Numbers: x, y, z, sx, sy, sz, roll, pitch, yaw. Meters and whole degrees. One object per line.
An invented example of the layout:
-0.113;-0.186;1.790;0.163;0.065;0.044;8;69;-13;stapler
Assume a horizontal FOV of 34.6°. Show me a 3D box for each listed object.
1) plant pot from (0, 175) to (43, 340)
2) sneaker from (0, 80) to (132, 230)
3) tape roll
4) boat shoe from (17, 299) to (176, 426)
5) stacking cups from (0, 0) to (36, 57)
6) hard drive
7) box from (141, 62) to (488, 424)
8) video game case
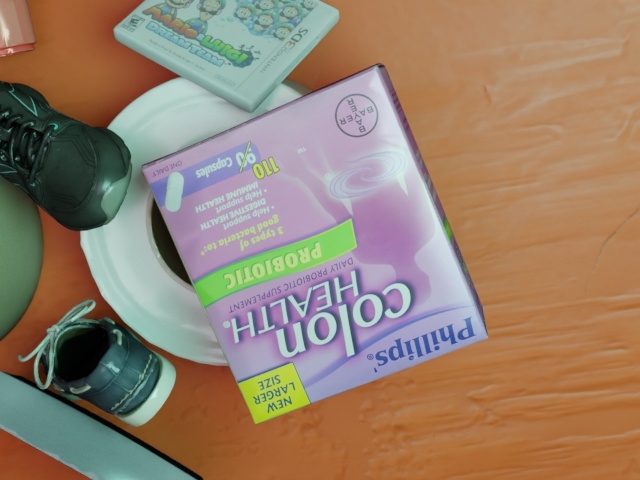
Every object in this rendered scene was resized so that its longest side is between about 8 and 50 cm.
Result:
-0.442;0.013;1.008;0.284;0.191;0.284;1;100;6;plant pot
-0.275;-0.085;0.947;0.267;0.106;0.101;28;96;41;sneaker
-0.087;-0.025;1.007;0.286;0.100;0.286;1;101;6;tape roll
-0.224;0.111;0.978;0.079;0.254;0.095;43;78;-27;boat shoe
-0.347;-0.334;0.994;0.096;0.096;0.316;-8;103;8;stacking cups
-0.229;0.208;1.035;0.255;0.172;0.054;29;78;0;hard drive
0.000;0.000;0.890;0.214;0.117;0.243;-21;98;10;box
-0.086;-0.200;0.952;0.157;0.019;0.143;30;60;17;video game case
